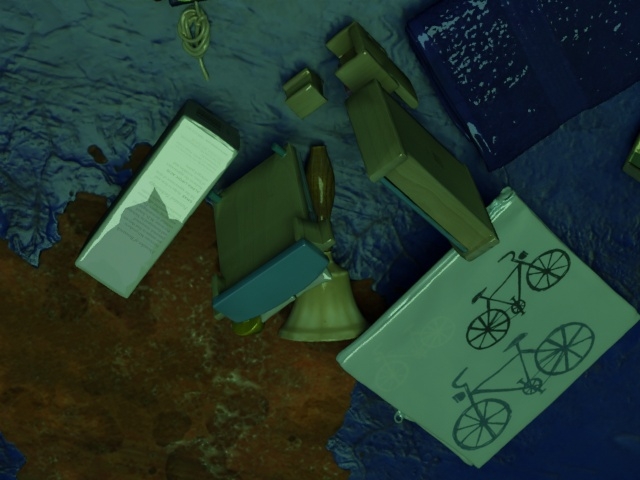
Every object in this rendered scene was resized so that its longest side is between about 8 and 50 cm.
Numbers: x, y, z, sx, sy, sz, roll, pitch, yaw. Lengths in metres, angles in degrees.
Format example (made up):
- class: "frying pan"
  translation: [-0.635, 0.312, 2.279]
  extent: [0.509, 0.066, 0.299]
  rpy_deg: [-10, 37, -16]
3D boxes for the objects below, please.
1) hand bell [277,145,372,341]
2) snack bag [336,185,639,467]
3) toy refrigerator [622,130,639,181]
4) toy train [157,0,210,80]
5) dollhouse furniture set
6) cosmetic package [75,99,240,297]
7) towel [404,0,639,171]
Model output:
- class: "hand bell"
  translation: [0.000, 0.000, 1.340]
  extent: [0.126, 0.126, 0.242]
  rpy_deg: [-4, 96, -4]
- class: "snack bag"
  translation: [0.219, 0.129, 1.370]
  extent: [0.323, 0.037, 0.342]
  rpy_deg: [-45, 125, 10]
- class: "toy refrigerator"
  translation: [0.487, -0.186, 1.310]
  extent: [0.094, 0.102, 0.269]
  rpy_deg: [19, 106, -11]
- class: "toy train"
  translation: [-0.150, -0.295, 1.194]
  extent: [0.105, 0.143, 0.248]
  rpy_deg: [-11, 108, -1]
- class: "dollhouse furniture set"
  translation: [0.010, -0.043, 1.269]
  extent: [0.303, 0.286, 0.198]
  rpy_deg: [-35, 132, 20]
- class: "cosmetic package"
  translation: [-0.198, -0.053, 1.282]
  extent: [0.085, 0.117, 0.231]
  rpy_deg: [34, 103, -13]
- class: "towel"
  translation: [0.280, -0.255, 1.289]
  extent: [0.308, 0.076, 0.228]
  rpy_deg: [-31, 115, 5]
